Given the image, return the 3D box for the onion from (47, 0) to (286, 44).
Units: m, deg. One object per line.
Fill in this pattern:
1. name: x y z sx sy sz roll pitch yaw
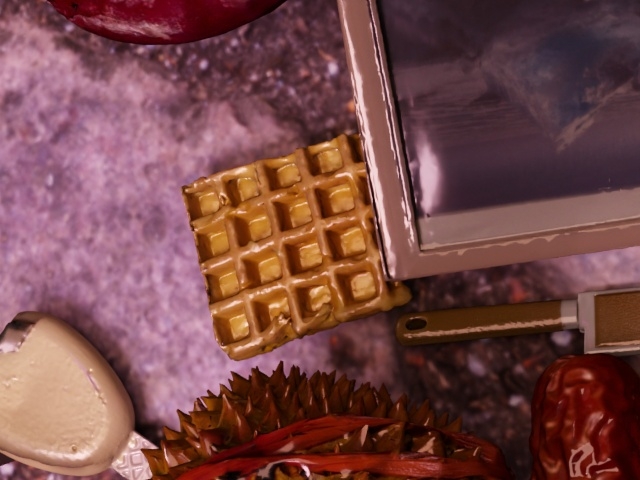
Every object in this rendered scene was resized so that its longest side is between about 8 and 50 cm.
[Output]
1. onion: -0.106 -0.302 1.519 0.337 0.282 0.260 -32 95 3

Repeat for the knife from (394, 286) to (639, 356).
1. knife: 0.226 0.069 1.487 0.343 0.027 0.061 -7 55 16

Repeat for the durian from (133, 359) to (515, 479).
1. durian: 0.006 0.276 1.382 0.348 0.347 0.384 -32 80 12

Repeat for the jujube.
1. jujube: 0.215 0.175 1.434 0.109 0.112 0.176 4 78 -20

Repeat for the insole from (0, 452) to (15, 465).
1. insole: -0.324 0.198 1.669 0.188 0.004 0.064 -26 76 14

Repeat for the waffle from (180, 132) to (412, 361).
1. waffle: 0.000 0.000 1.559 0.211 0.055 0.160 -17 78 15

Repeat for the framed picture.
1. framed picture: 0.239 -0.153 1.420 0.446 0.028 0.326 -9 104 11

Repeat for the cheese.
1. cheese: -0.192 0.169 1.603 0.251 0.054 0.127 33 91 15
